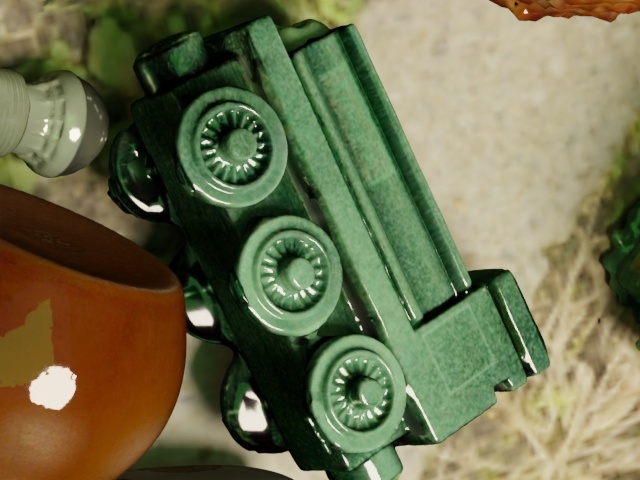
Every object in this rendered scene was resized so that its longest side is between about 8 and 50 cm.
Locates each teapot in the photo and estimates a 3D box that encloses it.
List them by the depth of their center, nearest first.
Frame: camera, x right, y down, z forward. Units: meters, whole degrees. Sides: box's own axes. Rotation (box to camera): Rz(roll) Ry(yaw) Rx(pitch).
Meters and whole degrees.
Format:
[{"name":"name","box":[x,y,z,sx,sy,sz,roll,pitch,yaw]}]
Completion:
[{"name":"teapot","box":[-0.100,0.045,0.571,0.116,0.173,0.116,1,93,16]}]

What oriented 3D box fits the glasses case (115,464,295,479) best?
[{"name":"glasses case","box":[-0.081,0.101,0.623,0.164,0.063,0.041,-7,100,-20]}]

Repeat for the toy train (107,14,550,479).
[{"name":"toy train","box":[0.000,0.000,0.647,0.111,0.071,0.170,-31,101,-34]}]

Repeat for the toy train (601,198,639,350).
[{"name":"toy train","box":[0.255,0.023,0.705,0.272,0.159,0.188,37,85,-19]}]

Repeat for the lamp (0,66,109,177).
[{"name":"lamp","box":[-0.138,-0.045,0.591,0.163,0.091,0.091,10,89,-37]}]

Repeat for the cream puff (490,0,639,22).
[{"name":"cream puff","box":[0.124,-0.234,0.605,0.350,0.229,0.350,-1,94,-24]}]
